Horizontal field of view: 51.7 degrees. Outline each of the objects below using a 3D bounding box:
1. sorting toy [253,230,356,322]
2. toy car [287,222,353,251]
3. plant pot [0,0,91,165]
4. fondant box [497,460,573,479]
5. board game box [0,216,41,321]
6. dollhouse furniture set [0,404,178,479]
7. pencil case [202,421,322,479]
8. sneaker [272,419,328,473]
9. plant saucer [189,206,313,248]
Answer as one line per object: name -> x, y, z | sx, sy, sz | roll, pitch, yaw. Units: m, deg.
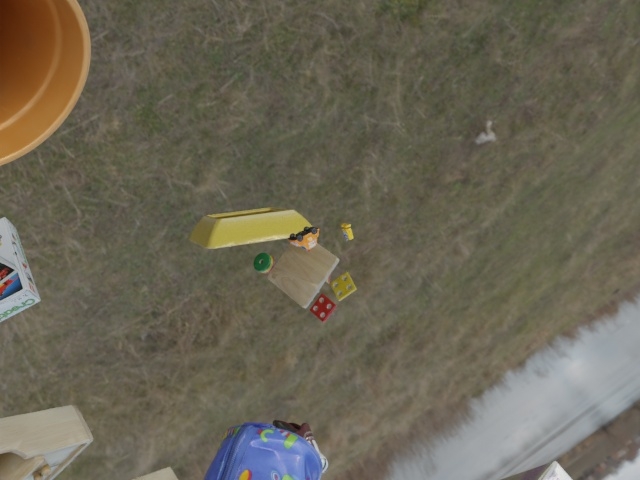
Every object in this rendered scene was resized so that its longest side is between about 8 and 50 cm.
sorting toy -> -0.026, 0.073, 1.476 | 0.132, 0.274, 0.046 | -56, 143, 1
toy car -> 0.000, 0.000, 1.180 | 0.122, 0.040, 0.060 | 0, -154, 44
plant pot -> -0.476, -0.260, 0.838 | 0.291, 0.203, 0.291 | -41, 158, -21
fondant box -> 0.456, 0.587, 1.216 | 0.096, 0.330, 0.238 | -35, 168, -34
board game box -> -0.697, 0.104, 1.231 | 0.305, 0.193, 0.053 | -28, 149, -8
dollhouse furniture set -> -0.395, 0.452, 0.917 | 0.362, 0.394, 0.256 | -43, 158, 17
pencil case -> -0.092, 0.313, 0.639 | 0.306, 0.119, 0.133 | -63, 144, -55
sneaker -> -0.113, 0.528, 1.603 | 0.281, 0.162, 0.106 | -33, 148, 22
plant saucer -> -0.220, -0.048, 2.038 | 0.333, 0.080, 0.333 | -8, -173, -20
